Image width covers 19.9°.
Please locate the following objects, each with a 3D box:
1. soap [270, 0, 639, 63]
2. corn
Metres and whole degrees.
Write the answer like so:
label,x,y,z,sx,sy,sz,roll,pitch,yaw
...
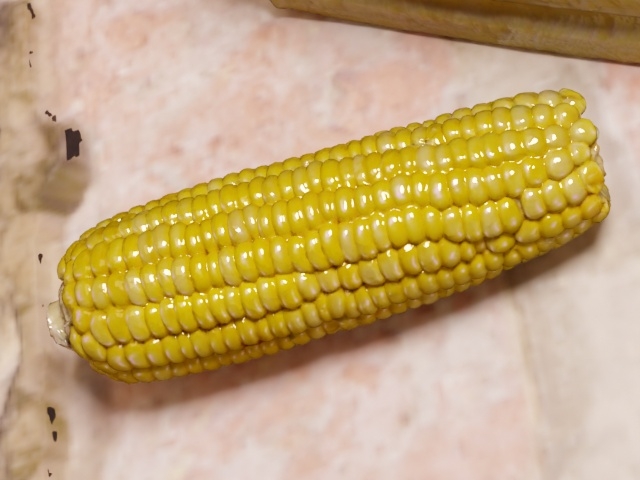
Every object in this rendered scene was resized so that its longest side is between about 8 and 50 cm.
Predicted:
label,x,y,z,sx,sy,sz,roll,pitch,yaw
soap,0.073,-0.105,0.642,0.252,0.092,0.037,11,65,30
corn,0.000,0.000,0.633,0.206,0.067,0.067,-18,56,12
